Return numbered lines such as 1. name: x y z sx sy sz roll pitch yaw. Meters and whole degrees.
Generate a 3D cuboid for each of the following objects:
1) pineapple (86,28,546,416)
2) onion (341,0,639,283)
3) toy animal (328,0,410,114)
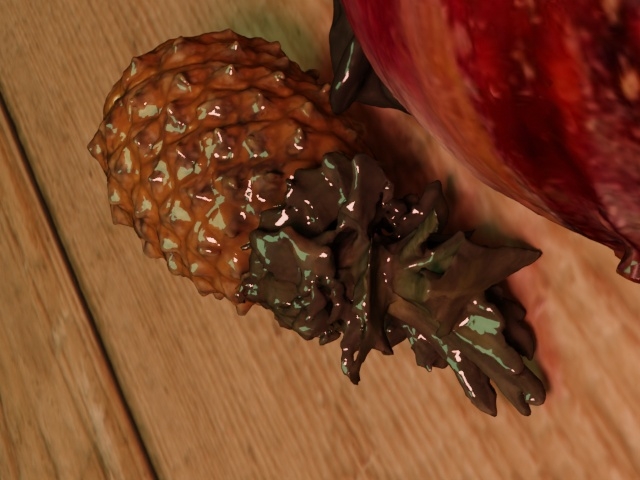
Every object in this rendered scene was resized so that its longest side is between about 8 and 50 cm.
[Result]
1. pineapple: 0.000 0.000 1.113 0.340 0.169 0.169 41 128 45
2. onion: 0.187 -0.105 0.634 0.348 0.348 0.385 56 178 44
3. toy animal: 0.072 -0.115 0.991 0.245 0.114 0.146 48 133 50
